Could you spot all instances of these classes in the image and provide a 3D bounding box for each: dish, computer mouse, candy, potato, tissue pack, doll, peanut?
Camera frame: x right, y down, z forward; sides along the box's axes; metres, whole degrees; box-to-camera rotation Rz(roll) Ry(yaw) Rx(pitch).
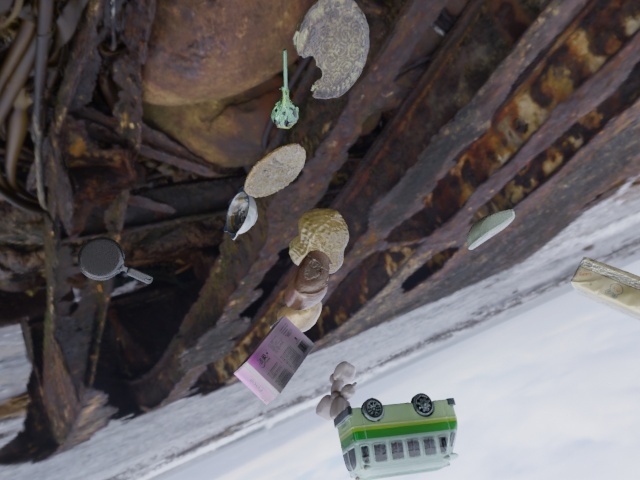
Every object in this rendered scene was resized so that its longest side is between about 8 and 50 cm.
[{"bbox_3d":[-0.352,-0.120,2.258,0.086,0.228,0.237,19,96,-36],"label":"dish"},{"bbox_3d":[0.463,-0.042,1.346,0.181,0.056,0.089,-29,165,-20],"label":"computer mouse"},{"bbox_3d":[-0.110,-0.452,1.486,0.091,0.083,0.305,-38,161,-19],"label":"candy"},{"bbox_3d":[-0.089,0.288,1.905,0.161,0.128,0.235,-13,154,-26],"label":"potato"},{"bbox_3d":[-0.143,0.373,1.565,0.092,0.148,0.246,-45,-179,38],"label":"tissue pack"},{"bbox_3d":[0.747,0.128,1.232,0.148,0.196,0.092,28,91,-51],"label":"tissue pack"},{"bbox_3d":[0.049,0.404,1.320,0.160,0.059,0.161,-63,-166,-21],"label":"doll"},{"bbox_3d":[0.000,0.000,1.699,0.110,0.196,0.233,-68,176,-71],"label":"peanut"}]

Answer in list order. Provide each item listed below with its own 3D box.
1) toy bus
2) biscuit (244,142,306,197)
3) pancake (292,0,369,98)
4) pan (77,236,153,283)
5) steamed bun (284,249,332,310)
[{"bbox_3d":[0.184,0.457,1.145,0.275,0.165,0.134,1,147,-16],"label":"toy bus"},{"bbox_3d":[-0.132,-0.206,1.462,0.219,0.033,0.220,-33,161,-13],"label":"biscuit"},{"bbox_3d":[0.032,-0.549,1.413,0.288,0.033,0.286,2,121,-44],"label":"pancake"},{"bbox_3d":[-0.635,0.076,1.533,0.235,0.136,0.028,26,164,-13],"label":"pan"},{"bbox_3d":[-0.033,0.124,1.455,0.175,0.106,0.145,-66,-176,-37],"label":"steamed bun"}]
